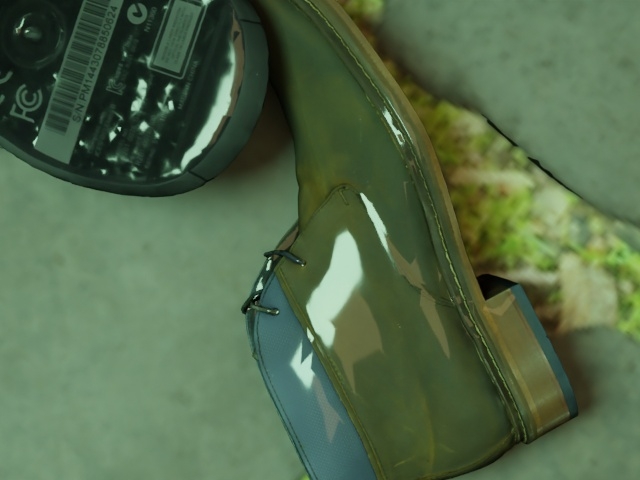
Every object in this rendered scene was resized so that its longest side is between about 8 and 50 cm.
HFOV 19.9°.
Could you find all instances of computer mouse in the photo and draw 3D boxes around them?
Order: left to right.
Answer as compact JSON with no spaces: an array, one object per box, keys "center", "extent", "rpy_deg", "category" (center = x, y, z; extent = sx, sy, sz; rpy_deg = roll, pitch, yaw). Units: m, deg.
[{"center":[-0.128,-0.124,0.712],"extent":[0.262,0.060,0.184],"rpy_deg":[14,90,14],"category":"computer mouse"}]

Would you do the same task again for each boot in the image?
[{"center":[0.000,0.000,0.695],"extent":[0.106,0.082,0.219],"rpy_deg":[-31,89,-6],"category":"boot"}]
